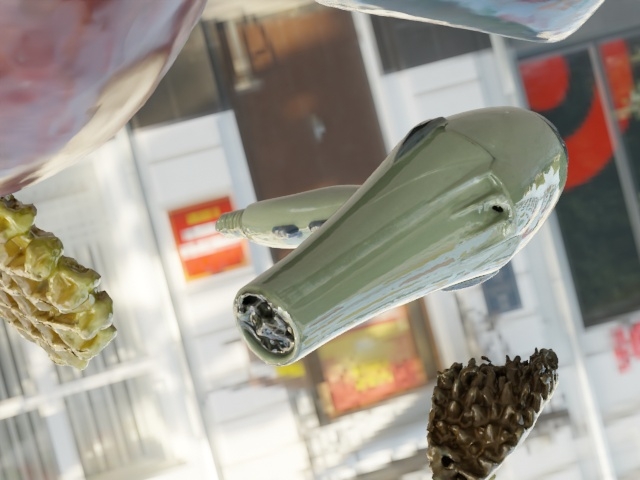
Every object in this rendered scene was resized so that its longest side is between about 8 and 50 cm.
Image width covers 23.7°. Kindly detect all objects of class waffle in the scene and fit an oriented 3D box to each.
[{"bbox_3d":[-0.200,0.011,0.960,0.038,0.191,0.191,-48,-163,-21],"label":"waffle"}]

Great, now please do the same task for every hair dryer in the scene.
[{"bbox_3d":[0.003,0.008,1.044,0.298,0.119,0.296,-15,-167,27],"label":"hair dryer"}]

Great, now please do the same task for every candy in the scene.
[{"bbox_3d":[0.085,-0.165,0.854,0.174,0.071,0.138,8,156,-15],"label":"candy"}]

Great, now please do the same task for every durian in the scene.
[{"bbox_3d":[0.089,0.086,0.727,0.052,0.066,0.130,-1,-161,29],"label":"durian"}]

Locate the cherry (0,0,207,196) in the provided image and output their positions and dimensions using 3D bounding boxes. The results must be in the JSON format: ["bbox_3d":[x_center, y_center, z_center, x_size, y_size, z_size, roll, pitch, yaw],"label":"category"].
[{"bbox_3d":[-0.184,-0.193,0.767,0.291,0.326,0.335,-3,153,-13],"label":"cherry"}]
